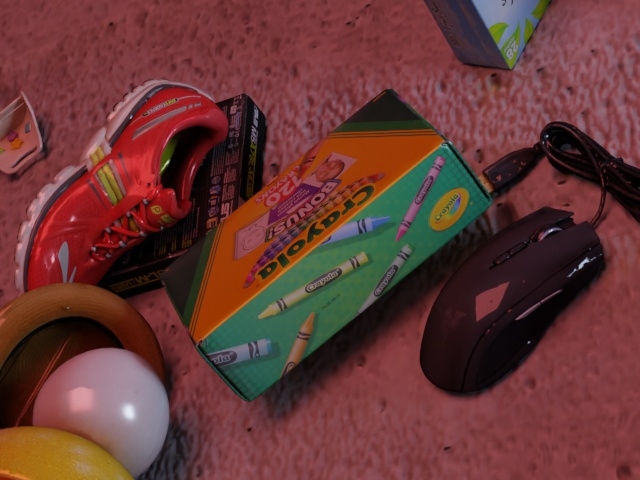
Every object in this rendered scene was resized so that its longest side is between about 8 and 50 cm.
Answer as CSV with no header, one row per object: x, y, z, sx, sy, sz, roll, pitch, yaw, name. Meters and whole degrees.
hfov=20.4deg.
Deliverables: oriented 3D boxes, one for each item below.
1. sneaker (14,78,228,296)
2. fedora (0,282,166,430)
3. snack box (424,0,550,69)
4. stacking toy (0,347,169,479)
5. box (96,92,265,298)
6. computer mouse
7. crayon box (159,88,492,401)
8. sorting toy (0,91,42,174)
-0.187,-0.033,1.692,0.118,0.107,0.279,23,74,33,sneaker
-0.239,0.135,1.635,0.194,0.194,0.079,-52,7,-14,fedora
0.169,-0.296,1.672,0.070,0.174,0.207,15,64,38,snack box
-0.237,0.274,1.426,0.350,0.350,0.480,-6,36,31,stacking toy
-0.148,-0.042,1.774,0.184,0.045,0.191,-19,47,24,box
0.159,-0.002,1.515,0.262,0.060,0.184,-41,43,-3,computer mouse
0.000,0.000,1.578,0.278,0.081,0.165,-39,27,1,crayon box
-0.339,-0.109,1.967,0.083,0.045,0.075,-38,50,1,sorting toy
